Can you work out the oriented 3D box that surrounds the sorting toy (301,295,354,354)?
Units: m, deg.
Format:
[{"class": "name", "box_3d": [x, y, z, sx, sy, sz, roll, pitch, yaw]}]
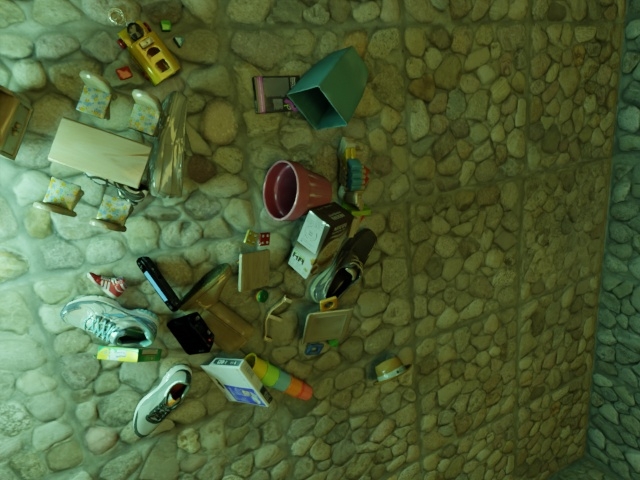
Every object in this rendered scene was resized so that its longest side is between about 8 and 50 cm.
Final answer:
[{"class": "sorting toy", "box_3d": [0.023, 0.317, 1.613, 0.196, 0.047, 0.347, -6, 134, -20]}]

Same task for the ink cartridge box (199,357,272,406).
[{"class": "ink cartridge box", "box_3d": [-0.299, 0.502, 1.496, 0.206, 0.209, 0.045, 62, 39, -25]}]

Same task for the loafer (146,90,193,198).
[{"class": "loafer", "box_3d": [-0.441, -0.283, 1.268, 0.112, 0.112, 0.318, 7, 102, -40]}]

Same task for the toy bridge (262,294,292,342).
[{"class": "toy bridge", "box_3d": [-0.173, 0.288, 1.577, 0.063, 0.026, 0.188, 26, 90, -28]}]

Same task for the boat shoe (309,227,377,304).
[{"class": "boat shoe", "box_3d": [0.111, 0.112, 1.613, 0.132, 0.130, 0.355, 40, 84, -28]}]

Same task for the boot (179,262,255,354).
[{"class": "boot", "box_3d": [-0.326, 0.237, 1.462, 0.236, 0.089, 0.269, -41, 117, 0]}]

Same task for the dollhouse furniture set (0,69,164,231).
[{"class": "dollhouse furniture set", "box_3d": [-0.635, -0.249, 1.027, 0.395, 0.256, 0.361, 18, 85, -13]}]

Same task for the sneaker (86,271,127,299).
[{"class": "sneaker", "box_3d": [-0.651, 0.123, 1.293, 0.067, 0.042, 0.118, -41, 124, -7]}]

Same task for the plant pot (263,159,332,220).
[{"class": "plant pot", "box_3d": [-0.068, -0.165, 1.436, 0.180, 0.201, 0.201, -1, 103, -42]}]

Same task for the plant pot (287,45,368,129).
[{"class": "plant pot", "box_3d": [0.044, -0.520, 1.403, 0.166, 0.166, 0.234, 44, 68, -35]}]

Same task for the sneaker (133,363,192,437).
[{"class": "sneaker", "box_3d": [-0.534, 0.550, 1.420, 0.100, 0.108, 0.271, 39, 85, -30]}]

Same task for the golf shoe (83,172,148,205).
[{"class": "golf shoe", "box_3d": [-0.587, -0.187, 1.212, 0.198, 0.094, 0.077, 39, 40, -34]}]

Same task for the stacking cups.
[{"class": "stacking cups", "box_3d": [-0.163, 0.540, 1.612, 0.316, 0.096, 0.096, 40, 83, -30]}]

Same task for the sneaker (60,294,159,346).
[{"class": "sneaker", "box_3d": [-0.632, 0.253, 1.276, 0.283, 0.122, 0.110, 18, 112, -27]}]

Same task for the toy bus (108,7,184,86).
[{"class": "toy bus", "box_3d": [-0.486, -0.538, 1.177, 0.203, 0.104, 0.190, 3, 101, -27]}]

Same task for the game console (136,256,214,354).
[{"class": "game console", "box_3d": [-0.473, 0.209, 1.333, 0.044, 0.213, 0.361, -38, 99, -39]}]

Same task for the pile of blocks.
[{"class": "pile of blocks", "box_3d": [0.141, -0.196, 1.543, 0.113, 0.149, 0.361, -8, 105, -24]}]

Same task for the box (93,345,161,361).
[{"class": "box", "box_3d": [-0.598, 0.349, 1.301, 0.105, 0.180, 0.043, 34, 55, -66]}]

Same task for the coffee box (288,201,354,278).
[{"class": "coffee box", "box_3d": [0.000, 0.000, 1.468, 0.141, 0.098, 0.246, -24, 147, -45]}]

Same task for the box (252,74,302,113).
[{"class": "box", "box_3d": [-0.141, -0.487, 1.401, 0.162, 0.029, 0.115, -10, 107, -22]}]

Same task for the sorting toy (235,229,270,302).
[{"class": "sorting toy", "box_3d": [-0.240, 0.091, 1.462, 0.132, 0.046, 0.274, -10, 108, -51]}]

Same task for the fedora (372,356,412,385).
[{"class": "fedora", "box_3d": [0.299, 0.556, 1.824, 0.195, 0.194, 0.079, -21, 75, -20]}]
